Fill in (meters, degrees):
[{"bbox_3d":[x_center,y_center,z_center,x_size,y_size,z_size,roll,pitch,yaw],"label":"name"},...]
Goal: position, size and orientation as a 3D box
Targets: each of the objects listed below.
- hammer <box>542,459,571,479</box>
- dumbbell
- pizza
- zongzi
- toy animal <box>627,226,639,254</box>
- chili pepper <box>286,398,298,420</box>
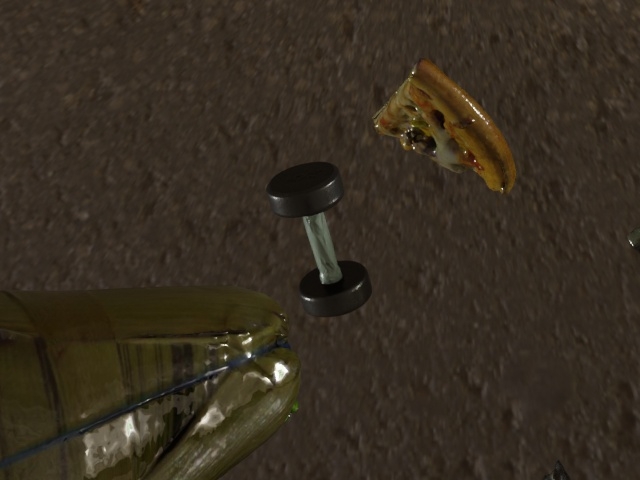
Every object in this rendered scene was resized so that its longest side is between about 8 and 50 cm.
[{"bbox_3d":[0.217,0.098,0.704,0.125,0.297,0.027,25,125,19],"label":"hammer"},{"bbox_3d":[0.000,0.000,1.682,0.100,0.100,0.191,-13,115,9],"label":"dumbbell"},{"bbox_3d":[0.105,-0.122,1.308,0.176,0.036,0.185,15,153,39],"label":"pizza"},{"bbox_3d":[-0.126,0.167,0.671,0.260,0.123,0.289,1,75,-28],"label":"zongzi"},{"bbox_3d":[0.533,-0.096,1.644,0.343,0.106,0.168,-53,139,-9],"label":"toy animal"},{"bbox_3d":[-0.097,0.121,1.202,0.182,0.073,0.050,32,97,-38],"label":"chili pepper"}]
